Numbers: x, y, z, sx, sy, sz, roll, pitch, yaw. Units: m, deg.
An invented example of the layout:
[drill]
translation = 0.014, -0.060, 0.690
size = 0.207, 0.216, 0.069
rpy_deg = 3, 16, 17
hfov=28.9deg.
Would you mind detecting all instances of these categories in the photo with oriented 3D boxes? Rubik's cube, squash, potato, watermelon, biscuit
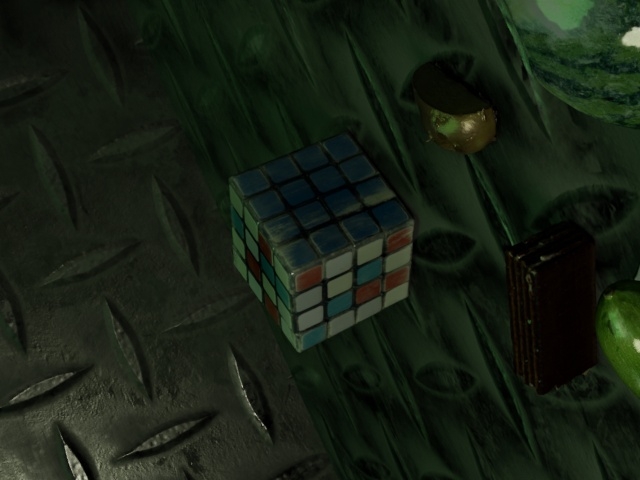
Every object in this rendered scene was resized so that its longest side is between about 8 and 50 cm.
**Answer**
[Rubik's cube]
translation = 0.000, 0.000, 2.259
size = 0.256, 0.259, 0.253
rpy_deg = 54, 158, 32
[squash]
translation = 0.396, 0.148, 1.299
size = 0.395, 0.107, 0.107
rpy_deg = 36, -171, -45
[potato]
translation = 0.173, -0.176, 1.788
size = 0.172, 0.089, 0.100
rpy_deg = 46, 157, 44
[watermelon]
translation = 0.301, -0.225, 1.206
size = 0.256, 0.260, 0.176
rpy_deg = 109, 151, -42
[biscuit]
translation = 0.319, 0.098, 1.697
size = 0.070, 0.106, 0.252
rpy_deg = 44, 154, 47

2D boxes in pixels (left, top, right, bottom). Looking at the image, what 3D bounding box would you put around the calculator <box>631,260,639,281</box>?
[calculator]
translation = 0.429, 0.110, 1.482
size = 0.173, 0.051, 0.293
rpy_deg = 53, 159, 33
